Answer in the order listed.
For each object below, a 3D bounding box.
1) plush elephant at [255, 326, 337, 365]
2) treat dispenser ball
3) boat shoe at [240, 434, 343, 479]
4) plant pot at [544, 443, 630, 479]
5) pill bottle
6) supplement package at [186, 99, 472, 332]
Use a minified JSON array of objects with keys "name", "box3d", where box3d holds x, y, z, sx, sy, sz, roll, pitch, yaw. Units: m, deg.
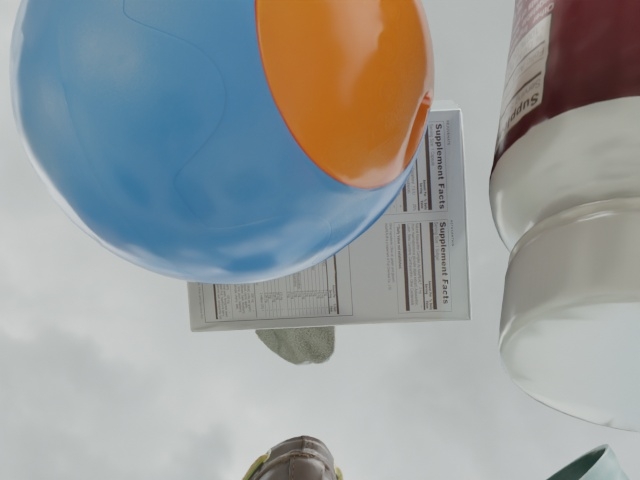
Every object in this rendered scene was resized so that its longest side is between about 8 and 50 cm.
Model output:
[{"name":"plush elephant","box3d":[0.000,0.000,1.446,0.255,0.330,0.272,-142,-136,-58]},{"name":"treat dispenser ball","box3d":[-0.066,-0.113,0.803,0.288,0.288,0.288,7,-77,34]},{"name":"boat shoe","box3d":[-0.041,0.286,0.992,0.116,0.097,0.324,11,-42,-3]},{"name":"plant pot","box3d":[0.266,0.394,1.298,0.293,0.293,0.196,-44,-102,32]},{"name":"pill bottle","box3d":[0.230,-0.089,0.768,0.224,0.224,0.392,-12,-127,36]},{"name":"supplement package","box3d":[0.009,-0.030,1.152,0.262,0.199,0.198,-3,-81,5]}]
